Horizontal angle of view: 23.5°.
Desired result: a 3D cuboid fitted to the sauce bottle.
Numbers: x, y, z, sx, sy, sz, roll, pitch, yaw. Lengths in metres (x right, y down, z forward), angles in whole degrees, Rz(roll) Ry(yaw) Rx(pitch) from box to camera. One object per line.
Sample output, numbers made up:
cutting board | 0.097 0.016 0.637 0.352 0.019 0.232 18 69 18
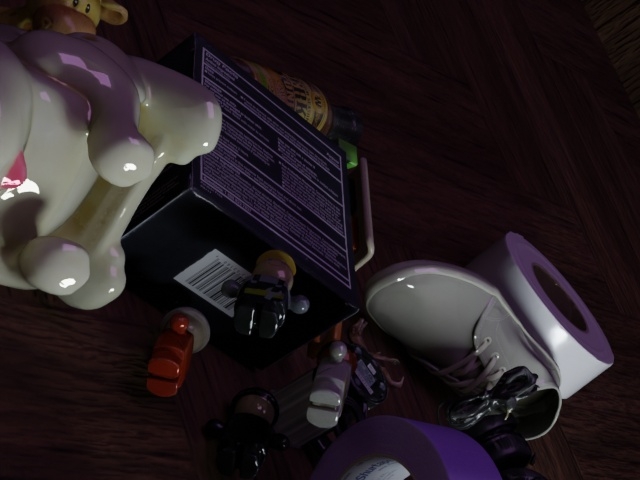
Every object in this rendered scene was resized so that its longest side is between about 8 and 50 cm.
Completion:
sauce bottle | -0.057 -0.194 2.277 0.344 0.111 0.111 8 53 -56

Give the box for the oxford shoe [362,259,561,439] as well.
oxford shoe | 0.230 0.169 2.296 0.449 0.169 0.130 40 32 -39

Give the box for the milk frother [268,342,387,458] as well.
milk frother | 0.001 0.214 1.890 0.143 0.135 0.129 -2 62 -58

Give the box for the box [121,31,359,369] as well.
box | -0.116 -0.046 1.933 0.296 0.183 0.294 37 33 -33

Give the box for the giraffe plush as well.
giraffe plush | -0.323 -0.242 1.823 0.181 0.170 0.210 6 55 -56

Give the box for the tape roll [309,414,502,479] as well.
tape roll | 0.088 0.339 1.726 0.090 0.275 0.274 17 45 -35

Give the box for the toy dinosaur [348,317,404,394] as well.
toy dinosaur | 0.065 0.184 2.141 0.093 0.053 0.183 30 26 -15

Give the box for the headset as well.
headset | 0.270 0.322 2.098 0.394 0.185 0.243 55 4 -43

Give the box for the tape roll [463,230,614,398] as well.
tape roll | 0.365 0.123 2.576 0.286 0.100 0.286 44 19 -19

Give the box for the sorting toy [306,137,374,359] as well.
sorting toy | 0.000 0.000 2.071 0.047 0.196 0.347 26 37 -25

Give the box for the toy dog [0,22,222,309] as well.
toy dog | -0.329 -0.123 1.503 0.395 0.284 0.408 44 10 10

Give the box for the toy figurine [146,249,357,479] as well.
toy figurine | -0.074 0.141 1.768 0.213 0.209 0.148 50 22 -13
